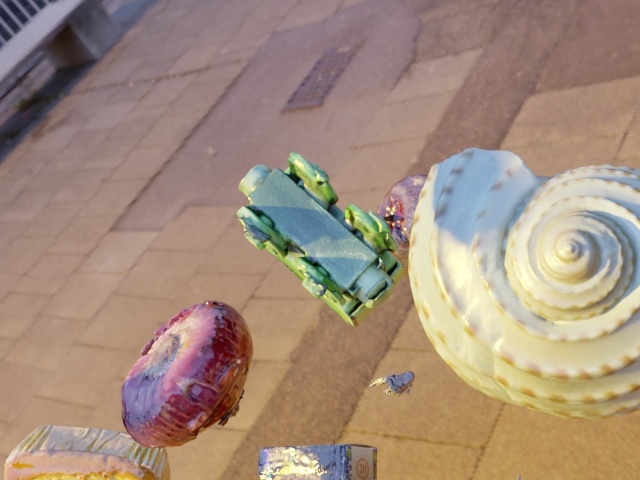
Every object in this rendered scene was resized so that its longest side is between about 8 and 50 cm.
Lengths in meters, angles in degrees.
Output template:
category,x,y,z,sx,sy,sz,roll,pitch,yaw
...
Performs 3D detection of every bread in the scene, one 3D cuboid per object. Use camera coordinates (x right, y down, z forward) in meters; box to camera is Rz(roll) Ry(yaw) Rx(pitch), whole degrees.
category,x,y,z,sx,sy,sz,roll,pitch,yaw
bread,-0.395,0.412,1.534,0.288,0.152,0.119,2,28,10

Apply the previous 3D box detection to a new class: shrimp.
category,x,y,z,sx,sy,sz,roll,pitch,yaw
shrimp,0.119,0.228,1.392,0.092,0.038,0.029,-18,28,48

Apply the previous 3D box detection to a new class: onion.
category,x,y,z,sx,sy,sz,roll,pitch,yaw
onion,-0.178,0.205,1.272,0.230,0.163,0.230,-31,27,18

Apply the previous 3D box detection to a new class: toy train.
category,x,y,z,sx,sy,sz,roll,pitch,yaw
toy train,0.000,0.000,1.161,0.132,0.243,0.188,-47,-12,-6

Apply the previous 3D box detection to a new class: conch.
category,x,y,z,sx,sy,sz,roll,pitch,yaw
conch,0.216,0.062,0.848,0.303,0.319,0.215,15,59,23

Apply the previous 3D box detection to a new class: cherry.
category,x,y,z,sx,sy,sz,roll,pitch,yaw
cherry,0.189,-0.017,1.613,0.195,0.195,0.195,-27,32,19

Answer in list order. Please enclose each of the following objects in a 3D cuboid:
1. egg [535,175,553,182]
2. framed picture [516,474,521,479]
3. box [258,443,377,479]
category,x,y,z,sx,sy,sz,roll,pitch,yaw
egg,0.331,-0.015,1.465,0.264,0.182,0.183,-25,26,-20
framed picture,0.373,0.512,1.744,0.007,0.066,0.089,21,55,21
box,-0.010,0.489,1.426,0.198,0.084,0.310,-14,66,38
